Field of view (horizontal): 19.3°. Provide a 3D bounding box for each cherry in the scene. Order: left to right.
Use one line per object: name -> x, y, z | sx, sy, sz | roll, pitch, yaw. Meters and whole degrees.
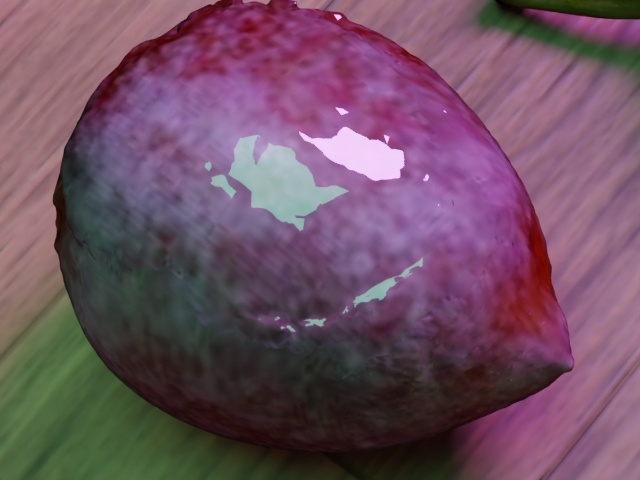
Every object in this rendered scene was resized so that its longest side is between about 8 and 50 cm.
cherry -> 0.000, 0.000, 0.818 | 0.250, 0.175, 0.192 | 29, 61, 22

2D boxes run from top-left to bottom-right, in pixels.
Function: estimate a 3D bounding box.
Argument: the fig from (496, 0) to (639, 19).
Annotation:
fig -> 0.196, -0.135, 0.867 | 0.259, 0.151, 0.151 | -17, 59, 19
